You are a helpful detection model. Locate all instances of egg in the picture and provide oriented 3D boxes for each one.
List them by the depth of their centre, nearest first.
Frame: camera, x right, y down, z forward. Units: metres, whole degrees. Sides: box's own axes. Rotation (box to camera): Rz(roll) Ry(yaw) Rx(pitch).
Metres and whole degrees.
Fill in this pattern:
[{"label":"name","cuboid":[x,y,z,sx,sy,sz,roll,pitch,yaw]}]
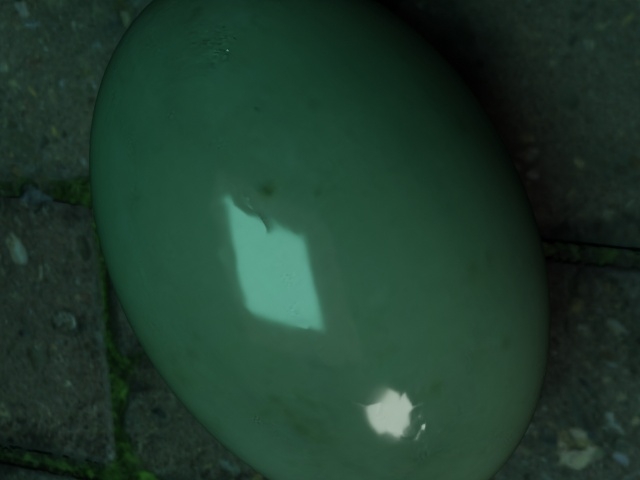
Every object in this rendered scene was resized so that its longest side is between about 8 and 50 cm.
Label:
[{"label":"egg","cuboid":[0.000,0.000,1.117,0.276,0.276,0.389,-30,88,32]}]
